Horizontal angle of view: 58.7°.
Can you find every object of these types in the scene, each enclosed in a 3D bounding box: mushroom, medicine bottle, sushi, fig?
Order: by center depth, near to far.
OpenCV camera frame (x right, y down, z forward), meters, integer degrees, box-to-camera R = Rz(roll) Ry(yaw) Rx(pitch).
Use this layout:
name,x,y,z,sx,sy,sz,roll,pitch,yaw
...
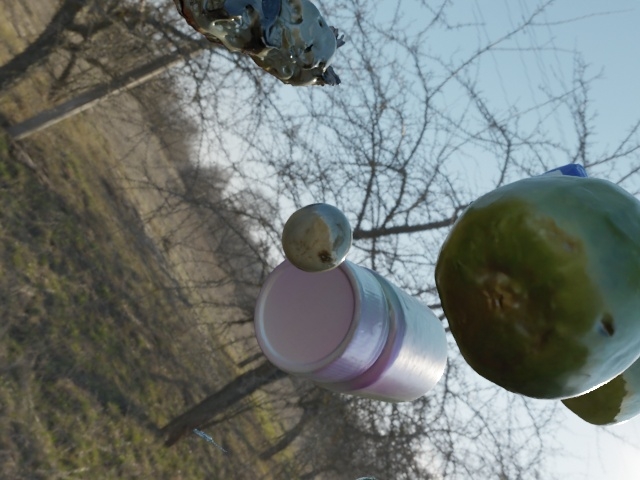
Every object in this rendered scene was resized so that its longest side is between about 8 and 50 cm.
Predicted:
name,x,y,z,sx,sy,sz,roll,pitch,yaw
fig,0.206,0.023,0.453,0.167,0.233,0.167,161,-90,-75
mushroom,0.000,0.000,0.669,0.085,0.085,0.079,57,9,26
sushi,-0.099,-0.356,0.927,0.332,0.124,0.129,19,-11,-41
medicine bottle,0.068,0.164,1.006,0.388,0.219,0.219,31,21,-55

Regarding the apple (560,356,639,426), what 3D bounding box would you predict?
name,x,y,z,sx,sy,sz,roll,pitch,yaw
apple,0.523,0.128,1.091,0.311,0.360,0.320,19,-38,49

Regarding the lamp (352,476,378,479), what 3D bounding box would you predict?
name,x,y,z,sx,sy,sz,roll,pitch,yaw
lamp,0.029,0.408,0.810,0.106,0.192,0.106,14,-73,58

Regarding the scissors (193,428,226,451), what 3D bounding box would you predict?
name,x,y,z,sx,sy,sz,roll,pitch,yaw
scissors,-0.170,0.316,0.893,0.083,0.006,0.036,11,-26,48

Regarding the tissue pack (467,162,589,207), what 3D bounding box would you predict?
name,x,y,z,sx,sy,sz,roll,pitch,yaw
tissue pack,0.363,0.018,0.900,0.137,0.209,0.270,58,20,-32
